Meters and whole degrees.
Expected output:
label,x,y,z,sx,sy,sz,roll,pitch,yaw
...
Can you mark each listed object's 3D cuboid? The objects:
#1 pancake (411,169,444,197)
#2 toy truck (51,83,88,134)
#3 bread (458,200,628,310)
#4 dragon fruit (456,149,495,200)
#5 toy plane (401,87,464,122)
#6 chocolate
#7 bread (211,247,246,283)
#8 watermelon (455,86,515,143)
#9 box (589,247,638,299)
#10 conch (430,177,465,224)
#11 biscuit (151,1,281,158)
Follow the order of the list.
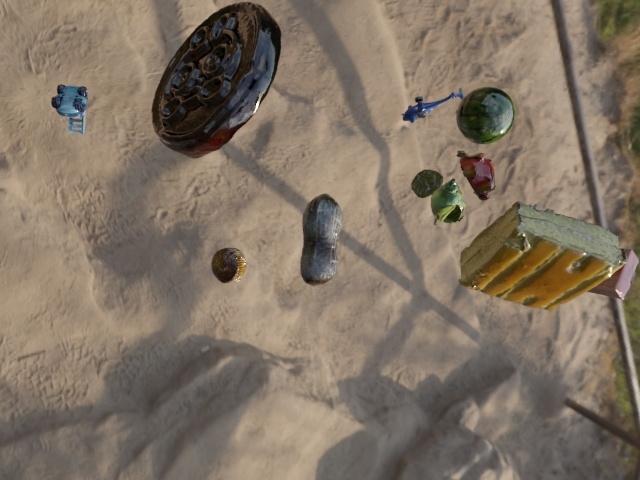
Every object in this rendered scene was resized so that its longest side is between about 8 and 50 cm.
label,x,y,z,sx,sy,sz,roll,pitch,yaw
pancake,0.330,-0.178,1.646,0.108,0.108,0.017,-51,138,-7
toy truck,-0.475,-0.250,1.024,0.056,0.073,0.090,4,143,-7
bread,0.439,0.037,1.085,0.239,0.246,0.111,16,57,-11
dragon fruit,0.385,-0.160,1.269,0.068,0.127,0.112,-29,134,26
toy plane,0.281,-0.341,1.349,0.062,0.167,0.054,12,65,-50
chocolate,0.000,0.000,1.390,0.110,0.110,0.248,2,91,-28
bread,-0.214,0.058,1.218,0.053,0.084,0.085,-12,112,-56
watermelon,0.283,-0.218,0.929,0.108,0.109,0.109,-8,107,-26
box,0.672,0.070,1.285,0.060,0.156,0.111,40,73,-33
conch,0.353,-0.099,1.474,0.080,0.094,0.201,-65,154,-23
biscuit,-0.264,-0.394,1.276,0.091,0.407,0.408,30,88,-43
